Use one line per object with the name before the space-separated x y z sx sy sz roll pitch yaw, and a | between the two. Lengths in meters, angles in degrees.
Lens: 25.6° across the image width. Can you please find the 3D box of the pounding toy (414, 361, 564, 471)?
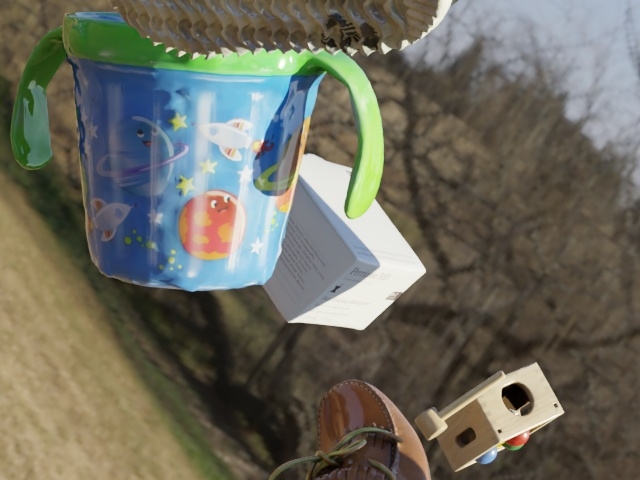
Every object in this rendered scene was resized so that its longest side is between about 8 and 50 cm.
pounding toy | 0.226 0.249 1.918 0.206 0.181 0.094 -18 73 -34

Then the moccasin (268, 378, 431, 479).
moccasin | 0.033 0.288 1.518 0.147 0.139 0.380 41 30 -28

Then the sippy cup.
sippy cup | -0.113 -0.079 1.226 0.240 0.224 0.305 -1 13 -32

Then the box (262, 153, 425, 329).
box | 0.000 0.000 1.682 0.182 0.119 0.181 55 21 24

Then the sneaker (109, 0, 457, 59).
sneaker | -0.010 -0.173 0.732 0.293 0.146 0.102 15 -39 43
